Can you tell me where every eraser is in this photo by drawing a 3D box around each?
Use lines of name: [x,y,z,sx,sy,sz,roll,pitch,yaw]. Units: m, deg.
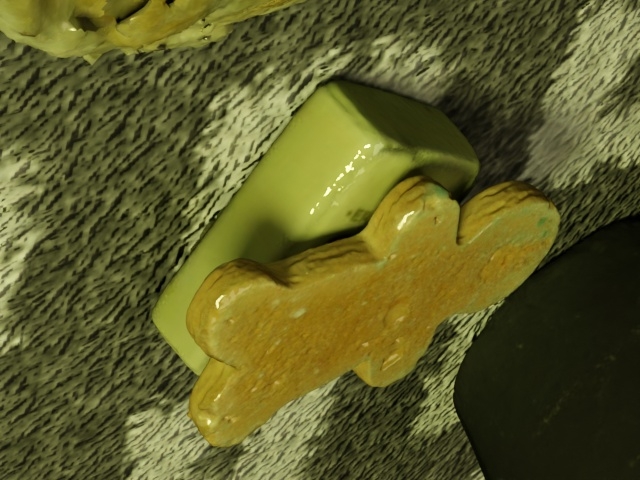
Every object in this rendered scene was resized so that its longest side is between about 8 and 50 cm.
eraser: [0.000,0.000,0.898,0.117,0.058,0.172,10,124,-53]

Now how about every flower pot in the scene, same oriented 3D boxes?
flower pot: [0.257,0.134,1.159,0.379,0.251,0.379,-25,145,-19]

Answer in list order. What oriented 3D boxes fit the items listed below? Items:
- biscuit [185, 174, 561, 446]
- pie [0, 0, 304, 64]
biscuit: [0.030,0.028,0.878,0.234,0.030,0.153,-24,147,-25]
pie: [-0.002,-0.177,0.595,0.339,0.077,0.339,-18,157,-8]
